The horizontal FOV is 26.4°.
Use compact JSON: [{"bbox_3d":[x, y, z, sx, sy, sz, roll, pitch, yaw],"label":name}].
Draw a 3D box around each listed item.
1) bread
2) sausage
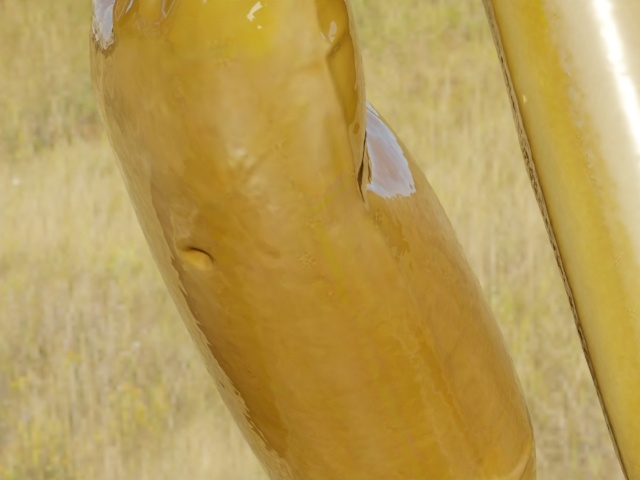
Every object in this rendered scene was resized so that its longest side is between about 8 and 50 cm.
[{"bbox_3d":[0.102,-0.037,0.446,0.074,0.239,0.092,-16,-2,10],"label":"bread"},{"bbox_3d":[-0.005,0.002,0.511,0.116,0.354,0.134,-21,41,4],"label":"sausage"}]
